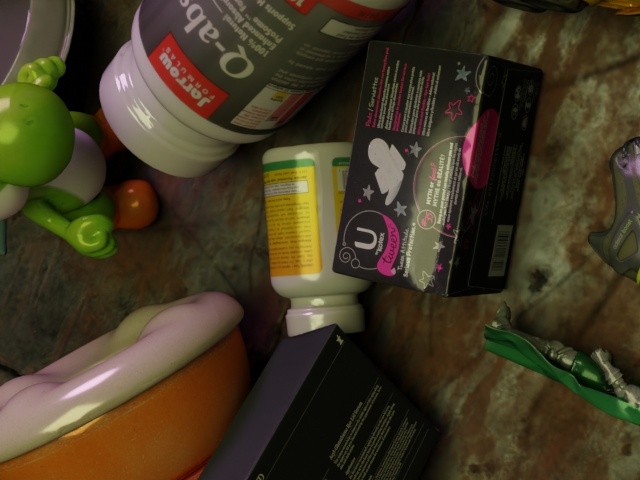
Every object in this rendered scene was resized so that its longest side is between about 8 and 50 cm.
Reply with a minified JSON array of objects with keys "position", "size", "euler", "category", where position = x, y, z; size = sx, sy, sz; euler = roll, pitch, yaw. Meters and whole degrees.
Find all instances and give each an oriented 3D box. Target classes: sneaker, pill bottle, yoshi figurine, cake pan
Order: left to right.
[{"position":[-0.417,-0.237,1.895],"size":[0.293,0.054,0.293],"euler":[-16,64,35],"category":"cake pan"},{"position":[-0.291,-0.093,1.729],"size":[0.203,0.362,0.203],"euler":[32,104,22],"category":"yoshi figurine"},{"position":[-0.073,-0.234,1.676],"size":[0.363,0.210,0.210],"euler":[-42,74,38],"category":"pill bottle"},{"position":[0.000,0.000,1.732],"size":[0.117,0.117,0.208],"euler":[-5,89,25],"category":"pill bottle"},{"position":[0.360,-0.090,1.572],"size":[0.121,0.111,0.300],"euler":[27,100,26],"category":"sneaker"}]

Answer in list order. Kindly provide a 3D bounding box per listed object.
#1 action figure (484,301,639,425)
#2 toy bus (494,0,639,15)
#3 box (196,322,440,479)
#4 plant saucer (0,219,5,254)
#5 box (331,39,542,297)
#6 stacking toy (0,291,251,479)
[{"position":[0.282,0.140,1.617],"size":[0.232,0.137,0.063],"euler":[29,90,13],"category":"action figure"},{"position":[0.295,-0.289,1.573],"size":[0.211,0.220,0.149],"euler":[14,93,-9],"category":"toy bus"},{"position":[-0.011,0.247,1.628],"size":[0.103,0.261,0.184],"euler":[-17,122,46],"category":"box"},{"position":[-0.488,-0.016,2.012],"size":[0.192,0.018,0.067],"euler":[1,91,26],"category":"plant saucer"},{"position":[0.123,-0.076,1.648],"size":[0.142,0.163,0.247],"euler":[13,96,28],"category":"box"},{"position":[-0.149,0.327,1.741],"size":[0.350,0.350,0.480],"euler":[-26,96,23],"category":"stacking toy"}]
